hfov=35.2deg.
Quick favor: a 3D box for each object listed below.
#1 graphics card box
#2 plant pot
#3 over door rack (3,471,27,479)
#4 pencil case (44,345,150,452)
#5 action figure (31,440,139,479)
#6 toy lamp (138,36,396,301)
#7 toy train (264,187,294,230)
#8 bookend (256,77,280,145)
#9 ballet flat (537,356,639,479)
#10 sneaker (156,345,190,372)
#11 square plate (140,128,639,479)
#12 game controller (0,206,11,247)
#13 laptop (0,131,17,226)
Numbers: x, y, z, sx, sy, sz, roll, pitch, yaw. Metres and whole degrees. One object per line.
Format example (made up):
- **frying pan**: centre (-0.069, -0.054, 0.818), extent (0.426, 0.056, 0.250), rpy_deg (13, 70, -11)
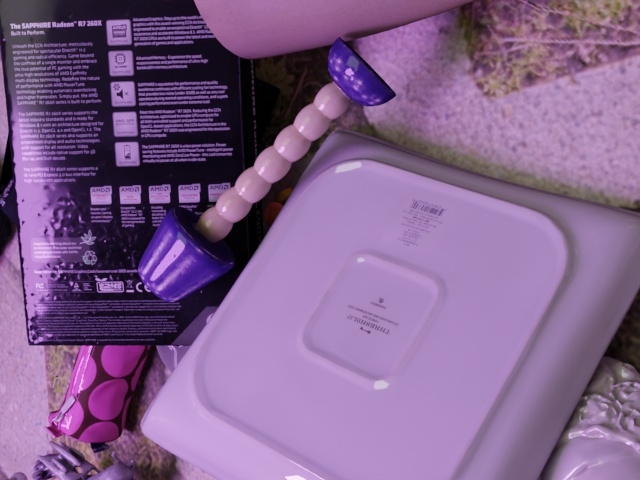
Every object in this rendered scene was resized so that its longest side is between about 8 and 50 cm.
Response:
- **graphics card box**: centre (-0.176, -0.083, 0.979), extent (0.233, 0.094, 0.370), rpy_deg (-2, 100, 5)
- **plant pot**: centre (0.058, -0.287, 0.853), extent (0.274, 0.256, 0.256), rpy_deg (2, 86, 24)
- **over door rack**: centre (-0.447, 0.391, 1.267), extent (0.324, 0.108, 0.239), rpy_deg (15, 95, 62)
- **pencil case**: centre (-0.240, 0.124, 1.133), extent (0.095, 0.098, 0.209), rpy_deg (23, 99, 40)
- **action figure**: centre (-0.266, 0.331, 1.119), extent (0.185, 0.099, 0.285), rpy_deg (46, 121, 23)
- **toy lamp**: centre (-0.054, -0.054, 0.888), extent (0.275, 0.080, 0.080), rpy_deg (-43, 58, 11)
- **toy train**: centre (0.000, 0.000, 0.974), extent (0.166, 0.046, 0.125), rpy_deg (-4, 82, 40)
- **bookend**: centre (-0.142, -0.123, 1.094), extent (0.157, 0.072, 0.156), rpy_deg (32, 106, 39)
- **ballet flat**: centre (0.244, 0.247, 0.681), extent (0.147, 0.147, 0.408), rpy_deg (-44, 58, 28)
- **sneaker**: centre (-0.150, 0.075, 1.094), extent (0.054, 0.061, 0.152), rpy_deg (-6, 100, 33)
- **square plate**: centre (0.046, 0.069, 0.821), extent (0.347, 0.049, 0.344), rpy_deg (21, 72, 37)
- **game controller**: centre (-0.524, -0.083, 1.422), extent (0.166, 0.067, 0.319), rpy_deg (-48, 56, 26)
- **laptop**: centre (-0.289, -0.119, 1.259), extent (0.234, 0.137, 0.264), rpy_deg (-49, 31, 25)
